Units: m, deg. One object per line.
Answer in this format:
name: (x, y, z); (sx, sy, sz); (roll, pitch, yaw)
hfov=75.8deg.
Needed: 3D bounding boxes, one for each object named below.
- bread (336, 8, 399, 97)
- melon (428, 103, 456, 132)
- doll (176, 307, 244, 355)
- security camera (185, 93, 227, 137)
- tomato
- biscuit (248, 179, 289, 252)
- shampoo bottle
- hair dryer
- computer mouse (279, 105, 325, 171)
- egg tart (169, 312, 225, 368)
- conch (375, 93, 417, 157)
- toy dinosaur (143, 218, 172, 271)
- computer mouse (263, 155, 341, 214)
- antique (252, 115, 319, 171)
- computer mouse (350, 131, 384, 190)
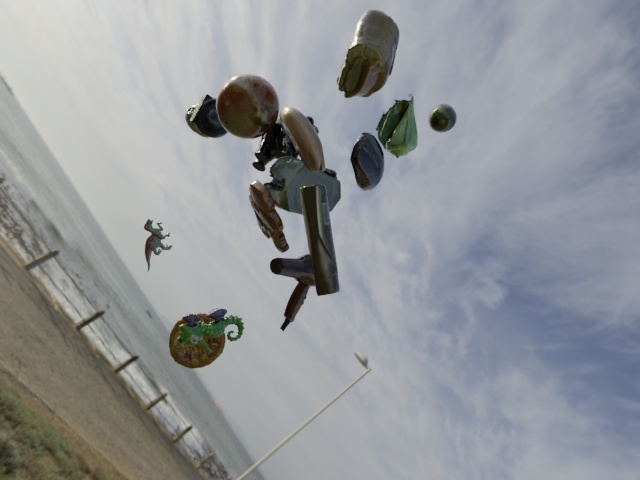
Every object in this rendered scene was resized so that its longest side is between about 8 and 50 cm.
bread: (0.212, -0.784, 1.724); (0.210, 0.341, 0.300); (20, -29, -9)
melon: (0.501, -0.502, 1.693); (0.114, 0.167, 0.114); (7, -61, 13)
doll: (-0.285, 0.238, 1.083); (0.050, 0.190, 0.115); (-8, -90, 51)
security camera: (-0.591, -0.625, 2.135); (0.191, 0.196, 0.277); (29, -9, -37)
tomato: (-0.294, -0.548, 1.721); (0.222, 0.270, 0.270); (47, -25, 27)
biscuit: (-0.182, -0.077, 1.376); (0.186, 0.044, 0.295); (40, -24, 34)
shampoo bottle: (0.000, 0.000, 1.312); (0.125, 0.084, 0.349); (-20, 101, -76)
hair dryer: (-0.108, 0.202, 1.520); (0.123, 0.313, 0.340); (36, -72, 33)
computer mouse: (-0.052, -0.335, 1.358); (0.236, 0.082, 0.145); (59, -2, -31)
egg tart: (-0.458, 0.365, 1.541); (0.202, 0.203, 0.147); (59, -15, -5)
conch: (0.303, -0.448, 1.627); (0.144, 0.137, 0.250); (-11, -93, 35)
toy dinosaur: (-0.768, 0.028, 1.870); (0.053, 0.242, 0.167); (36, 7, 35)
computer mouse: (-0.081, -0.225, 1.731); (0.145, 0.429, 0.228); (30, -77, 38)
antique: (-0.160, -0.447, 1.880); (0.322, 0.255, 0.185); (12, -25, 33)
computer mouse: (0.186, -0.276, 1.520); (0.086, 0.137, 0.269); (19, -21, 24)
